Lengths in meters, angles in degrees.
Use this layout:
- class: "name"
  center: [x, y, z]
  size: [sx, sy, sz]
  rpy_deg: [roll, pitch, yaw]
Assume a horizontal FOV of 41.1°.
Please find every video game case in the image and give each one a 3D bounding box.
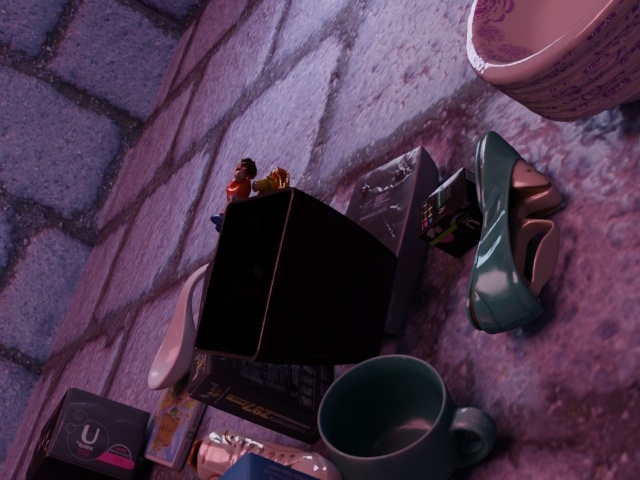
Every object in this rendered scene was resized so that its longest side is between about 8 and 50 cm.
- class: "video game case"
  center: [-0.260, 0.309, 1.547]
  size: [0.212, 0.023, 0.193]
  rpy_deg: [-14, 53, 61]

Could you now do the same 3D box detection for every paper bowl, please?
- class: "paper bowl"
  center: [0.286, -0.248, 0.835]
  size: [0.284, 0.148, 0.284]
  rpy_deg: [-46, 28, 34]

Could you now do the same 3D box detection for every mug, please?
- class: "mug"
  center: [0.081, 0.195, 0.825]
  size: [0.129, 0.097, 0.158]
  rpy_deg: [-36, 36, -17]

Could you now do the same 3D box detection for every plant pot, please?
- class: "plant pot"
  center: [-0.021, 0.060, 0.989]
  size: [0.187, 0.167, 0.188]
  rpy_deg: [-8, 66, 62]

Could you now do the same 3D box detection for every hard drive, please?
- class: "hard drive"
  center: [0.076, 0.015, 1.114]
  size: [0.172, 0.054, 0.254]
  rpy_deg: [-24, 45, 57]

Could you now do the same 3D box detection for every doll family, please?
- class: "doll family"
  center: [-0.098, -0.034, 1.470]
  size: [0.263, 0.118, 0.163]
  rpy_deg: [95, -167, -59]

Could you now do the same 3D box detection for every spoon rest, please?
- class: "spoon rest"
  center: [-0.242, 0.151, 1.569]
  size: [0.276, 0.084, 0.137]
  rpy_deg: [-58, 19, -11]

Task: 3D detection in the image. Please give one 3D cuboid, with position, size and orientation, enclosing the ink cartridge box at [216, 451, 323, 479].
- class: "ink cartridge box"
  center: [-0.039, 0.379, 0.765]
  size: [0.197, 0.198, 0.270]
  rpy_deg: [-48, 26, 30]

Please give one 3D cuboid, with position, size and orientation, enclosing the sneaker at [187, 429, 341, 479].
- class: "sneaker"
  center: [-0.086, 0.297, 1.062]
  size: [0.290, 0.123, 0.105]
  rpy_deg: [-17, 48, 59]

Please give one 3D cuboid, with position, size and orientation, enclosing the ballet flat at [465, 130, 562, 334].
- class: "ballet flat"
  center: [0.203, -0.017, 0.868]
  size: [0.087, 0.083, 0.247]
  rpy_deg: [-13, 49, 31]

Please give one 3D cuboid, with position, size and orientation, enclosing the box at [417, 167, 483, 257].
- class: "box"
  center: [0.159, -0.031, 0.975]
  size: [0.083, 0.062, 0.052]
  rpy_deg: [-43, 30, 40]

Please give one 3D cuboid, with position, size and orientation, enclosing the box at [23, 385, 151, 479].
- class: "box"
  center: [-0.455, 0.410, 1.637]
  size: [0.270, 0.165, 0.143]
  rpy_deg: [-47, 26, 50]

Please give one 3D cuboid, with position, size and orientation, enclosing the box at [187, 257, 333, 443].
- class: "box"
  center: [-0.072, 0.134, 1.133]
  size: [0.059, 0.183, 0.232]
  rpy_deg: [-47, 28, 33]
